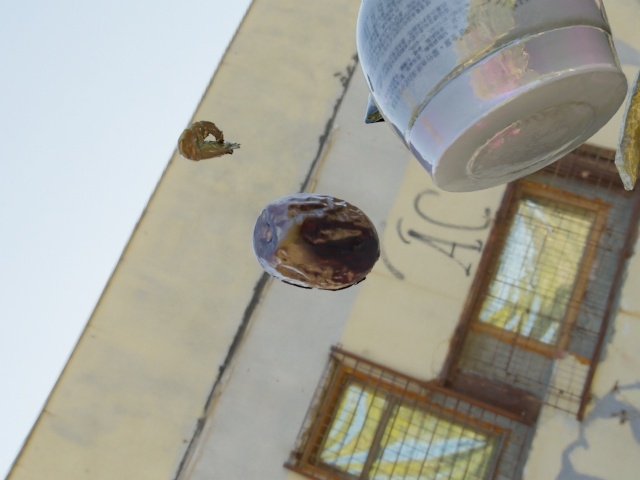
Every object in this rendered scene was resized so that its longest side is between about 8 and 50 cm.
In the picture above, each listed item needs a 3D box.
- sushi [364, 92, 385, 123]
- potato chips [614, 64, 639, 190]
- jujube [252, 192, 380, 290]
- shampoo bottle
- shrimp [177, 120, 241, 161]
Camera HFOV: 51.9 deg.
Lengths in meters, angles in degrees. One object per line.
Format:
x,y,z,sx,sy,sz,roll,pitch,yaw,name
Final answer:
0.131,-0.320,1.031,0.109,0.134,0.273,54,-141,-52,sushi
0.658,-0.295,1.313,0.057,0.080,0.407,-76,-2,-70,potato chips
0.000,0.000,1.232,0.243,0.183,0.183,12,-83,-38,jujube
0.190,-0.214,0.764,0.273,0.273,0.266,52,-165,-71,shampoo bottle
-0.259,-0.231,1.532,0.180,0.041,0.099,-5,-63,-49,shrimp
